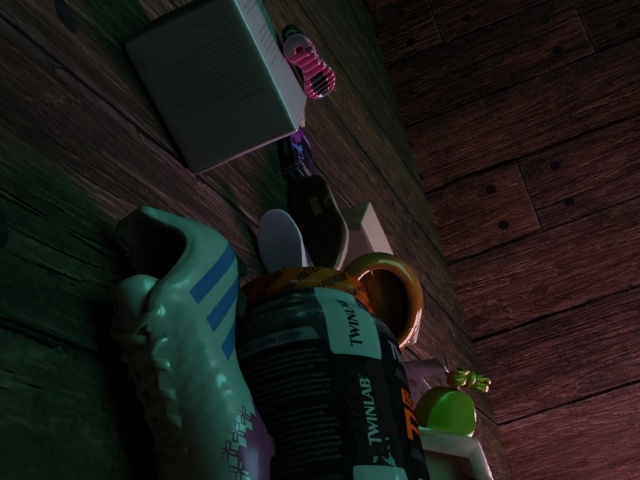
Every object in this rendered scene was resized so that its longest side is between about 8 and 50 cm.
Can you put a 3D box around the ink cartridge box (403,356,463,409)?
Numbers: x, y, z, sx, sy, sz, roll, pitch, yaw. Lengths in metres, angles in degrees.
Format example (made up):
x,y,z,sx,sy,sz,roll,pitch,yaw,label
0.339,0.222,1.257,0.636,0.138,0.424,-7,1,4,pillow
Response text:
x,y,z,sx,sy,sz,roll,pitch,yaw,label
0.065,0.176,1.130,0.181,0.224,0.056,51,32,-53,ink cartridge box

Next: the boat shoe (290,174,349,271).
x,y,z,sx,sy,sz,roll,pitch,yaw,label
0.008,-0.002,1.449,0.257,0.095,0.095,-94,164,-50,boat shoe

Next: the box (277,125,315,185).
x,y,z,sx,sy,sz,roll,pitch,yaw,label
-0.042,-0.152,1.597,0.116,0.029,0.162,52,24,-51,box

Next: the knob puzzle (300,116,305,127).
x,y,z,sx,sy,sz,roll,pitch,yaw,label
-0.064,-0.319,1.749,0.213,0.030,0.213,-21,90,-76,knob puzzle

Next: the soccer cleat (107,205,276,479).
x,y,z,sx,sy,sz,roll,pitch,yaw,label
-0.130,0.113,0.769,0.143,0.116,0.331,33,34,-42,soccer cleat

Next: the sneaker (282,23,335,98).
x,y,z,sx,sy,sz,roll,pitch,yaw,label
-0.019,-0.241,1.170,0.119,0.047,0.057,57,4,-48,sneaker

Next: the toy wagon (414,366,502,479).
x,y,z,sx,sy,sz,roll,pitch,yaw,label
0.121,0.317,1.047,0.267,0.068,0.344,19,83,-36,toy wagon

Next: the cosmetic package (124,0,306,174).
x,y,z,sx,sy,sz,roll,pitch,yaw,label
-0.125,-0.211,1.110,0.151,0.151,0.184,-80,147,-65,cosmetic package

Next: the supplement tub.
x,y,z,sx,sy,sz,roll,pitch,yaw,label
-0.003,0.208,0.870,0.207,0.207,0.338,51,23,-52,supplement tub

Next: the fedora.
x,y,z,sx,sy,sz,roll,pitch,yaw,label
0.088,0.112,1.537,0.079,0.194,0.194,13,-48,62,fedora

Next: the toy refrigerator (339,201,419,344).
x,y,z,sx,sy,sz,roll,pitch,yaw,label
0.098,0.073,1.687,0.270,0.094,0.102,64,22,-19,toy refrigerator

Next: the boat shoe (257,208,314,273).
x,y,z,sx,sy,sz,roll,pitch,yaw,label
-0.042,0.039,1.275,0.083,0.065,0.183,-66,139,-79,boat shoe
